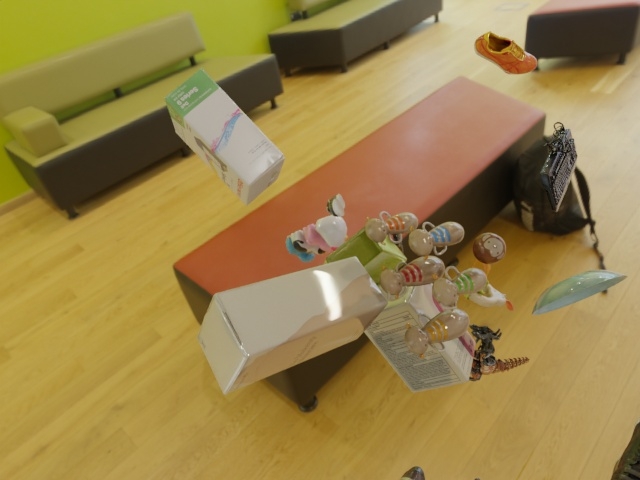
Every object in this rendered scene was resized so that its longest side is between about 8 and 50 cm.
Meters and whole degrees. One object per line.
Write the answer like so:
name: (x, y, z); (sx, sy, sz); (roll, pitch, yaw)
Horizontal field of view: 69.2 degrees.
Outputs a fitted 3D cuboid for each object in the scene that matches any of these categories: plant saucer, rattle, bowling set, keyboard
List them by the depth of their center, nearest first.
keyboard: (0.418, -0.136, 0.789); (0.038, 0.100, 0.192); (-13, 26, 44)
bowling set: (0.203, 0.037, 0.818); (0.154, 0.200, 0.287); (-14, 69, -36)
plant saucer: (0.524, 0.101, 0.960); (0.195, 0.195, 0.037); (-17, 68, -6)
plant saucer: (0.090, 0.048, 1.117); (0.188, 0.045, 0.188); (-39, 30, 7)
rattle: (0.512, 0.123, 1.353); (0.200, 0.142, 0.130); (19, 15, -10)

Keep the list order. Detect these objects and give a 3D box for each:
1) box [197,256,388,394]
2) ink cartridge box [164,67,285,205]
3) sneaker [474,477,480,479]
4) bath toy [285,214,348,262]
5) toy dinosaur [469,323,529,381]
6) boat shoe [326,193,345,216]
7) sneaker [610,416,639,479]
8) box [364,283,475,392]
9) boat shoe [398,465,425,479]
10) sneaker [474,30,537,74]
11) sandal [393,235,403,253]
box: (-0.046, 0.142, 0.837); (0.311, 0.148, 0.121); (-14, 58, -37)
ink cartridge box: (-0.175, -0.183, 0.862); (0.093, 0.212, 0.154); (-46, 2, -13)
sneaker: (0.389, 0.789, 1.259); (0.276, 0.097, 0.135); (-59, 36, 3)
bath toy: (0.000, 0.000, 1.684); (0.151, 0.129, 0.348); (-16, -4, -26)
toy dinosaur: (0.658, 0.464, 1.882); (0.322, 0.218, 0.164); (1, 2, -8)
boat shoe: (0.033, -0.082, 1.136); (0.038, 0.046, 0.125); (-26, 18, 16)
sneaker: (0.853, 0.580, 1.214); (0.104, 0.295, 0.147); (25, 33, 28)
box: (0.212, 0.201, 1.024); (0.148, 0.232, 0.127); (-27, 17, 38)
boat shoe: (0.187, 0.570, 0.987); (0.080, 0.223, 0.073); (25, 36, 33)
sneaker: (0.458, -0.452, 1.128); (0.175, 0.064, 0.067); (13, 0, -17)
sandal: (0.188, 0.003, 1.206); (0.040, 0.179, 0.067); (-14, 76, 12)
